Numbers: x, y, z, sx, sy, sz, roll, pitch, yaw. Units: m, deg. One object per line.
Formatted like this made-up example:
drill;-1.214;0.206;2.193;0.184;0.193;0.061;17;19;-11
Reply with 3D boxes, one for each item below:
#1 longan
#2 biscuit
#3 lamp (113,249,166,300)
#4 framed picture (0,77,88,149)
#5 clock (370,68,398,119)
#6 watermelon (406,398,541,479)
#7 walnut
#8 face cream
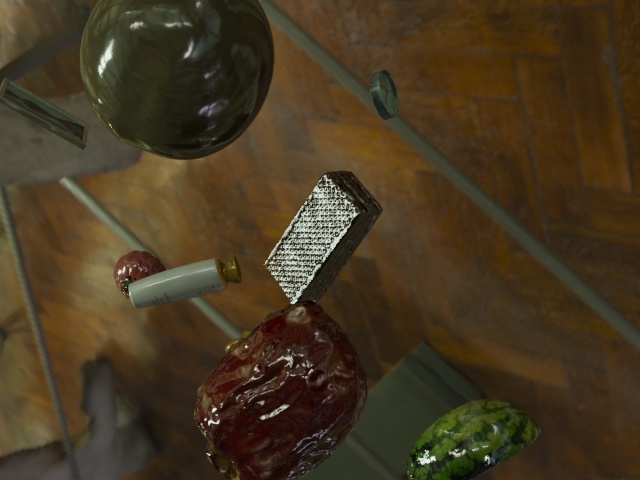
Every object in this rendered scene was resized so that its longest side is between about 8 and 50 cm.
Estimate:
longan;-0.219;-0.286;1.572;0.318;0.319;0.319;27;142;23
biscuit;0.000;0.000;1.740;0.106;0.070;0.252;52;126;25
lamp;-0.342;0.070;1.926;0.107;0.092;0.108;10;124;15
framed picture;-0.584;-0.269;2.135;0.203;0.015;0.150;30;-165;-21
clock;0.107;-0.243;1.677;0.017;0.085;0.085;-10;121;26
watermelon;0.170;0.236;1.118;0.087;0.163;0.069;60;-179;-31
walnut;-0.071;0.219;1.476;0.244;0.269;0.222;45;167;33
face cream;-0.219;0.068;1.649;0.072;0.182;0.051;74;-178;-62
